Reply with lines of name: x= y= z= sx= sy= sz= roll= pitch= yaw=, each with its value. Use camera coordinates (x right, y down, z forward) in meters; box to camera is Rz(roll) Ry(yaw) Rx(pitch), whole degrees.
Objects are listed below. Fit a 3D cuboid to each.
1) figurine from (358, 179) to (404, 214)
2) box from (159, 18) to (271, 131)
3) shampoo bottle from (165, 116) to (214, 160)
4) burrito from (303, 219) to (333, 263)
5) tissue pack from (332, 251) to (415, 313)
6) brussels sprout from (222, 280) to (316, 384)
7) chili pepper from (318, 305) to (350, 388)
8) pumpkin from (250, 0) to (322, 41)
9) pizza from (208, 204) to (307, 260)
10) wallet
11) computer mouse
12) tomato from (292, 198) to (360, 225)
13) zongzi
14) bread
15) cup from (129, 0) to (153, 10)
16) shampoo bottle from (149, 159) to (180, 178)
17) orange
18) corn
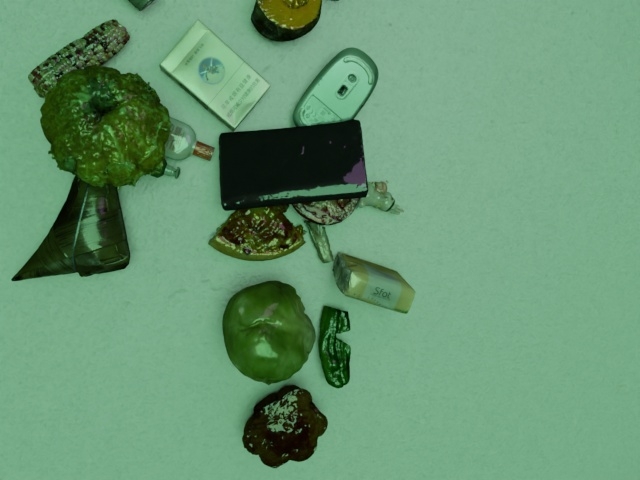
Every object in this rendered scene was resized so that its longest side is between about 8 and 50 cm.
figurine: x=0.187 y=-0.137 z=1.552 sx=0.146 sy=0.081 sz=0.098 roll=10 pitch=94 yaw=-14
box: x=-0.287 y=-0.448 z=1.404 sx=0.256 sy=0.069 sz=0.164 roll=40 pitch=85 yaw=-14
shampoo bottle: x=-0.403 y=-0.278 z=1.406 sx=0.220 sy=0.051 sz=0.108 roll=20 pitch=87 yaw=-16
burrito: x=0.000 y=0.000 z=1.542 sx=0.055 sy=0.041 sz=0.149 roll=-20 pitch=101 yaw=3
tissue pack: x=0.152 y=0.123 z=1.521 sx=0.222 sy=0.186 sz=0.090 roll=20 pitch=104 yaw=-16
brussels sprout: x=-0.139 y=0.245 z=1.419 sx=0.242 sy=0.316 sz=0.274 roll=-42 pitch=83 yaw=21
chili pepper: x=0.042 y=0.326 z=1.572 sx=0.099 sy=0.083 sz=0.254 roll=-3 pitch=92 yaw=-15
pumpkin: x=-0.112 y=-0.689 z=1.388 sx=0.189 sy=0.139 sz=0.281 roll=-18 pitch=99 yaw=-12
pizza: x=-0.175 y=-0.052 z=1.473 sx=0.289 sy=0.081 sz=0.229 roll=2 pitch=96 yaw=-12
wallet: x=-0.078 y=-0.210 z=1.420 sx=0.405 sy=0.062 sz=0.229 roll=-5 pitch=80 yaw=2
computer mouse: x=0.045 y=-0.418 z=1.479 sx=0.159 sy=0.097 sz=0.288 roll=36 pitch=102 yaw=-17
tomato: x=0.011 y=-0.154 z=1.500 sx=0.224 sy=0.085 sz=0.225 roll=0 pitch=87 yaw=-8
zongzi: x=-0.670 y=-0.036 z=1.328 sx=0.299 sy=0.138 sz=0.287 roll=-11 pitch=96 yaw=-11
bread: x=-0.108 y=0.563 z=1.531 sx=0.246 sy=0.135 sz=0.232 roll=-34 pitch=103 yaw=-8
cup: x=-0.485 y=-0.677 z=1.315 sx=0.120 sy=0.120 sz=0.141 roll=-47 pitch=116 yaw=-5
shampoo bottle: x=-0.483 y=-0.216 z=1.387 sx=0.204 sy=0.065 sz=0.065 roll=20 pitch=91 yaw=-15
orange: x=-0.515 y=-0.274 z=1.223 sx=0.299 sy=0.223 sz=0.302 roll=14 pitch=73 yaw=-17
corn: x=-0.621 y=-0.468 z=1.317 sx=0.280 sy=0.092 sz=0.092 roll=-43 pitch=104 yaw=-11
